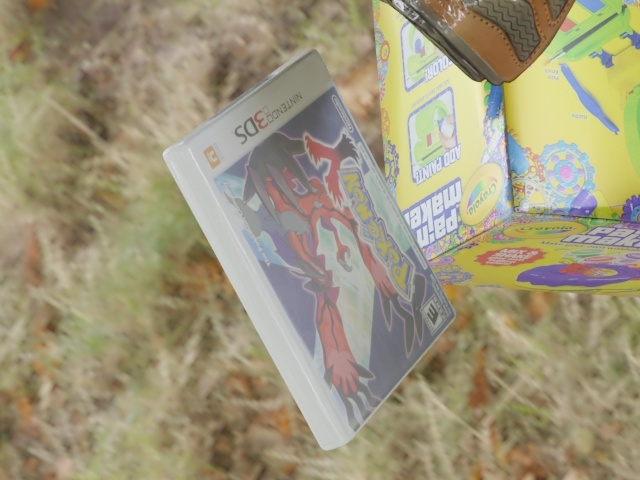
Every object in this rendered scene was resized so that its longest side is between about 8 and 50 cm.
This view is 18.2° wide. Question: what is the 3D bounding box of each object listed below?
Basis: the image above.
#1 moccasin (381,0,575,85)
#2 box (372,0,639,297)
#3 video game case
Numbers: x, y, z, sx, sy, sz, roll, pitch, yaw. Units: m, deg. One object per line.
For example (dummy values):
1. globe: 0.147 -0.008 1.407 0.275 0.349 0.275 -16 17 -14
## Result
1. moccasin: 0.052 -0.231 1.232 0.147 0.139 0.380 -47 30 4
2. box: 0.208 -0.115 1.450 0.177 0.290 0.279 -32 57 59
3. video game case: 0.000 0.000 1.215 0.023 0.183 0.201 -21 102 32
